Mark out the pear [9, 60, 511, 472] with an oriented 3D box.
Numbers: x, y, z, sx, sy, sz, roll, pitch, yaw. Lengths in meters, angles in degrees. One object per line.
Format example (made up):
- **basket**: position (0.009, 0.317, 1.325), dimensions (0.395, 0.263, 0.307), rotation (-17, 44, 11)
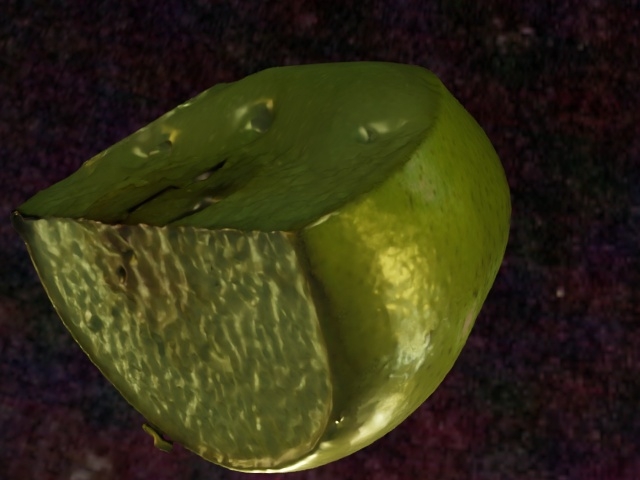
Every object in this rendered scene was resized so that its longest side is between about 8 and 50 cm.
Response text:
- **pear**: position (0.000, 0.000, 0.982), dimensions (0.342, 0.318, 0.238), rotation (6, 124, 47)
